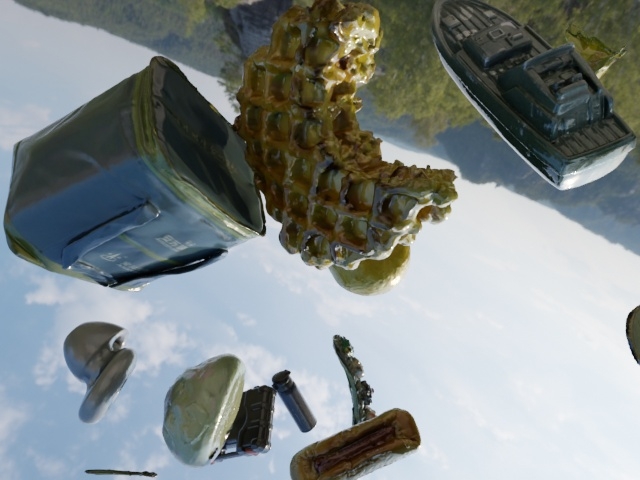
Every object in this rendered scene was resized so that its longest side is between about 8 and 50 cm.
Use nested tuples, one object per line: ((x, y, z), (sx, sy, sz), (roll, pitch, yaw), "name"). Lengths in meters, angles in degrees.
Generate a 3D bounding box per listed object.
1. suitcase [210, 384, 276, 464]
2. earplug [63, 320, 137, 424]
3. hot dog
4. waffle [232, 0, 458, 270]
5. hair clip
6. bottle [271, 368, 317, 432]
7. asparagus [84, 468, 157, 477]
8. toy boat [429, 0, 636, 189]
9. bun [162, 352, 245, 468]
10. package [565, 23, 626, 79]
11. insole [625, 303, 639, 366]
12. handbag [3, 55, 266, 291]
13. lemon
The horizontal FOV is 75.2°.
((-0.277, 0.593, 1.339), (0.066, 0.286, 0.206), (48, -150, -37), "suitcase")
((-0.623, 0.359, 1.174), (0.175, 0.214, 0.325), (27, -169, -41), "earplug")
((0.060, 0.368, 0.725), (0.243, 0.073, 0.084), (-21, -126, -5), "hot dog")
((0.020, -0.126, 0.541), (0.151, 0.261, 0.323), (-16, -97, -49), "waffle")
((0.114, 0.446, 1.279), (0.091, 0.320, 0.138), (-14, 180, 5), "hair clip")
((-0.095, 0.562, 1.451), (0.082, 0.244, 0.072), (-35, -158, -29), "bottle")
((-0.448, 0.527, 0.941), (0.166, 0.013, 0.016), (27, -161, -37), "asparagus")
((0.165, -0.157, 0.369), (0.085, 0.078, 0.260), (63, -173, -54), "toy boat")
((-0.322, 0.430, 1.095), (0.187, 0.292, 0.293), (15, -161, 2), "bun")
((0.685, -0.449, 1.132), (0.168, 0.226, 0.090), (39, -136, 17), "package")
((0.585, 0.109, 0.694), (0.349, 0.118, 0.009), (-18, 180, -34), "insole")
((-0.233, -0.066, 0.566), (0.263, 0.241, 0.222), (42, -150, -54), "handbag")
((0.097, 0.029, 0.877), (0.179, 0.178, 0.203), (20, 176, -7), "lemon")
